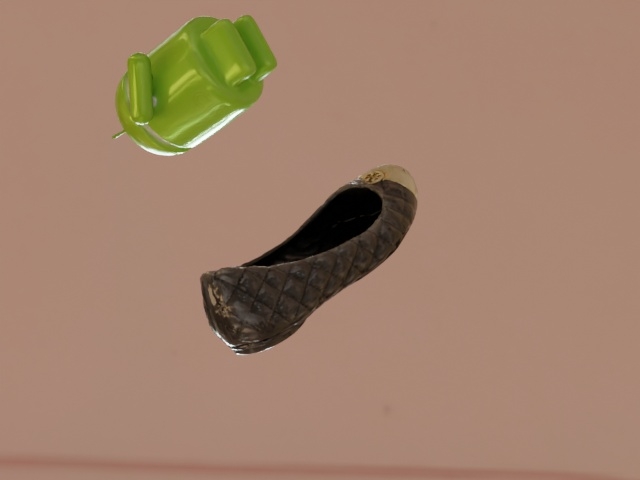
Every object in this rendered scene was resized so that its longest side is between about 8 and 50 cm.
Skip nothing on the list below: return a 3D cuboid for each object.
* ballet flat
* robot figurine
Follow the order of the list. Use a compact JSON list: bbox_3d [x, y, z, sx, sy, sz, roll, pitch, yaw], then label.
[{"bbox_3d":[0.000,0.000,1.026,0.057,0.173,0.049,-4,-64,38],"label":"ballet flat"},{"bbox_3d":[-0.083,-0.097,1.231,0.115,0.101,0.067,-33,-95,33],"label":"robot figurine"}]
